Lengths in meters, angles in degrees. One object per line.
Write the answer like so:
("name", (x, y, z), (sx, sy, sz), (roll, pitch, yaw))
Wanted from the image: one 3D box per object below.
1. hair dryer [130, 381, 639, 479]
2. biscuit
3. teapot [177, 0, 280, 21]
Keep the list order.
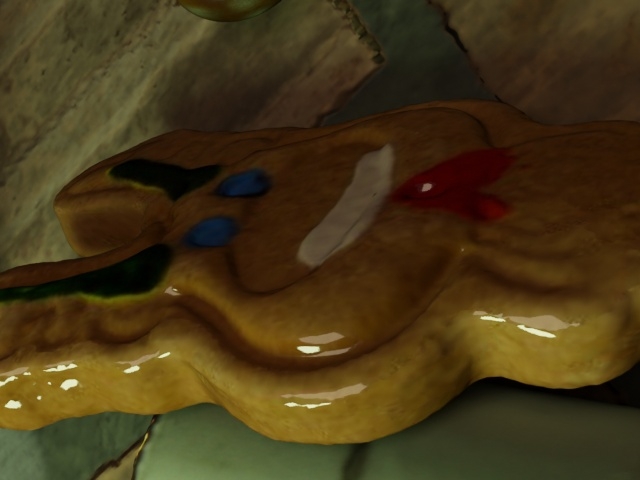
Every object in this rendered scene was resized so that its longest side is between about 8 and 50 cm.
("hair dryer", (-0.005, 0.210, 0.367), (0.203, 0.128, 0.362), (5, 58, 32))
("biscuit", (0.000, 0.000, 0.450), (0.334, 0.047, 0.202), (-1, 35, 27))
("teapot", (-0.047, -0.179, 0.573), (0.098, 0.078, 0.129), (1, 78, 31))
